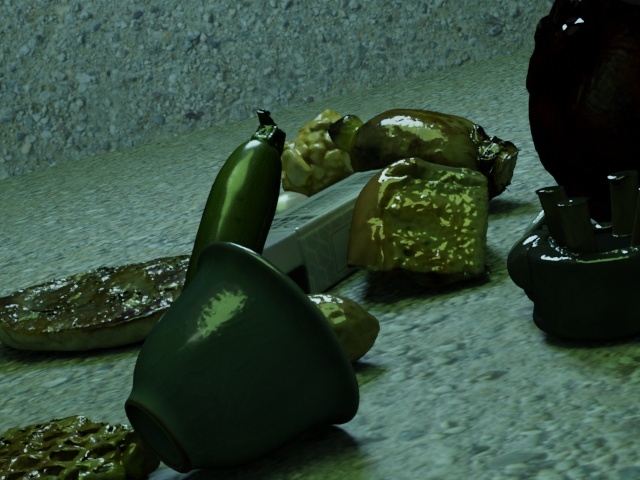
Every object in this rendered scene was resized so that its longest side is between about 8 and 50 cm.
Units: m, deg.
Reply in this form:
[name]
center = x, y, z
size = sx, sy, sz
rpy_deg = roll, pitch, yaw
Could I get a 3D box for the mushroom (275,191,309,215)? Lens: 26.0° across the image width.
[mushroom]
center = -0.046, -0.034, 2.080
size = 0.083, 0.067, 0.083
rpy_deg = 13, 42, -12

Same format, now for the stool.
[stool]
center = 0.259, 0.014, 1.357
size = 0.228, 0.139, 0.153
rpy_deg = 2, 17, 41

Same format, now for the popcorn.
[popcorn]
center = 0.019, -0.147, 2.318
size = 0.194, 0.140, 0.163
rpy_deg = -15, -19, -41

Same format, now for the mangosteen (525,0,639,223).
[mangosteen]
center = 0.440, -0.188, 1.556
size = 0.421, 0.381, 0.381
rpy_deg = -15, 12, -12

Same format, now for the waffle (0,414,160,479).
[waffle]
center = -0.276, 0.210, 1.221
size = 0.254, 0.052, 0.245
rpy_deg = -21, 13, -39

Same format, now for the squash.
[squash]
center = -0.097, -0.016, 1.592
size = 0.087, 0.087, 0.331
rpy_deg = -5, 56, 33

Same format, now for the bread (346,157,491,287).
[bread]
center = 0.126, -0.034, 1.694
size = 0.174, 0.133, 0.251
rpy_deg = 6, 14, 6

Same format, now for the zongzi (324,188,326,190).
[zongzi]
center = 0.039, -0.074, 2.272
size = 0.076, 0.040, 0.083
rpy_deg = -19, 0, 4

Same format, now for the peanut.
[peanut]
center = -0.032, 0.097, 1.419
size = 0.192, 0.089, 0.089
rpy_deg = -10, 12, 17

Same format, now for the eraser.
[eraser]
center = 0.000, 0.000, 1.808
size = 0.098, 0.096, 0.404
rpy_deg = -4, 15, 31

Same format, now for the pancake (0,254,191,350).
[pancake]
center = -0.260, 0.075, 1.819
size = 0.356, 0.065, 0.356
rpy_deg = -13, 13, 3

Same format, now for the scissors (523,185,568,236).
[scissors]
center = 0.331, -0.086, 1.758
size = 0.242, 0.030, 0.118
rpy_deg = -50, 1, -24

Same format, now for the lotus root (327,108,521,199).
[lotus root]
center = 0.148, -0.119, 2.029
size = 0.314, 0.141, 0.169
rpy_deg = 17, 17, 30

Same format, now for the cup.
[cup]
center = -0.087, 0.123, 1.190
size = 0.150, 0.199, 0.199
rpy_deg = -40, 23, -25
